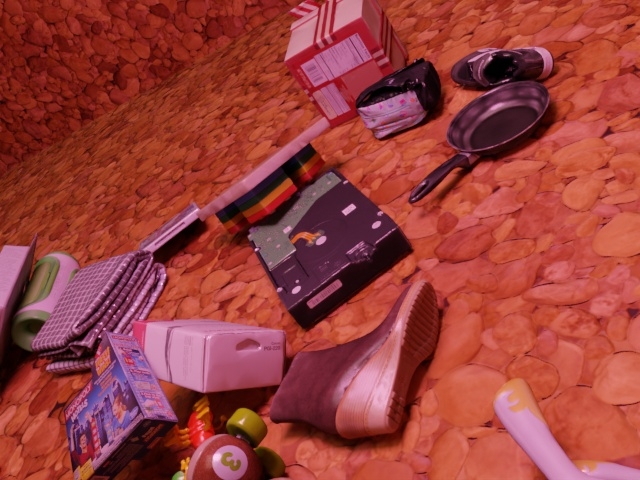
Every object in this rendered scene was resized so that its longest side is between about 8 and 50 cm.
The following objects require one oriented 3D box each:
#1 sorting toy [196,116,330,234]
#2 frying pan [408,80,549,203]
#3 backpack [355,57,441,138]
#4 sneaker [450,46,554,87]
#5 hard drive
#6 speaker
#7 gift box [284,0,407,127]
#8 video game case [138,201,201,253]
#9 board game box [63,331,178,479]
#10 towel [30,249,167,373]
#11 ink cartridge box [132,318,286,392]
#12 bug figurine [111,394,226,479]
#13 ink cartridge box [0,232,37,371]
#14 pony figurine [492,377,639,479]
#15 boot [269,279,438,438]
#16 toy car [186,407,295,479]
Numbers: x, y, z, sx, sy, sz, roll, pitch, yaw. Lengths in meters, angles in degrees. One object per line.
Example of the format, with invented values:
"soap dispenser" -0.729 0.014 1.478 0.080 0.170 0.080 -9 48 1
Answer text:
"sorting toy" -0.106 -0.125 1.436 0.255 0.089 0.257 -43 11 -32
"frying pan" 0.301 -0.175 1.196 0.197 0.053 0.326 -5 44 41
"backpack" 0.167 -0.304 1.455 0.182 0.115 0.152 -20 22 29
"sneaker" 0.338 -0.346 1.340 0.106 0.078 0.234 -18 18 -35
"hard drive" 0.000 0.000 1.251 0.237 0.064 0.339 -37 30 -2
"speaker" -0.694 0.149 1.705 0.131 0.131 0.296 -31 30 10
"gift box" 0.048 -0.471 1.677 0.277 0.255 0.258 -19 36 22
"video game case" -0.377 -0.027 1.669 0.183 0.023 0.201 -38 14 -6
"board game box" -0.317 0.250 1.030 0.194 0.060 0.194 -46 47 22
"towel" -0.504 0.154 1.504 0.235 0.121 0.283 -14 37 36
"ink cartridge box" -0.183 0.181 1.082 0.218 0.159 0.092 -2 85 47
"bug figurine" -0.246 0.366 0.980 0.279 0.072 0.216 -39 23 6
"ink cartridge box" -0.783 0.186 1.627 0.330 0.072 0.324 -107 35 -58
"pony figurine" 0.186 0.272 0.515 0.351 0.302 0.363 -36 13 -17
"boot" 0.046 0.159 0.951 0.207 0.090 0.248 -5 46 40
"toy car" -0.062 0.318 0.808 0.189 0.148 0.155 7 40 36
